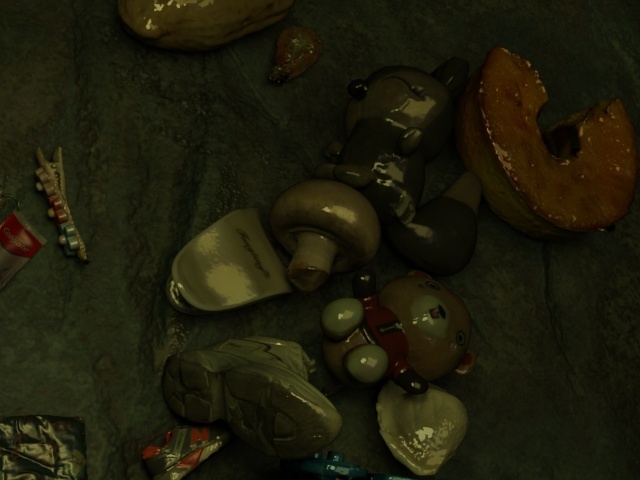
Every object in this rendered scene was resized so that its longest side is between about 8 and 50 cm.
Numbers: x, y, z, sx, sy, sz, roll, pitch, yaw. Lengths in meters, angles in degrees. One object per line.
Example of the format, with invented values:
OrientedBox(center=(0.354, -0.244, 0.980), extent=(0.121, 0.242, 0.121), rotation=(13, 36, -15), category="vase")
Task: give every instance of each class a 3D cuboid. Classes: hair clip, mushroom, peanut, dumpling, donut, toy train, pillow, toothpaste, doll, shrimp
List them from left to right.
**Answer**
OrientedBox(center=(-0.529, 0.071, 1.671), extent=(0.075, 0.048, 0.301), rotation=(38, 52, -6), category="toothpaste")
OrientedBox(center=(-0.424, 0.379, 1.600), extent=(0.188, 0.034, 0.256), rotation=(3, 67, -30), category="pillow")
OrientedBox(center=(-0.425, -0.058, 1.781), extent=(0.056, 0.062, 0.214), rotation=(-11, 73, -22), category="hair clip")
OrientedBox(center=(-0.199, -0.454, 2.024), extent=(0.387, 0.169, 0.192), rotation=(-28, 79, -36), category="peanut")
OrientedBox(center=(-0.150, 0.042, 1.865), extent=(0.282, 0.113, 0.173), rotation=(-25, 83, -37), category="hair clip")
OrientedBox(center=(-0.056, -0.358, 2.149), extent=(0.091, 0.043, 0.184), rotation=(34, 49, -5), category="shrimp")
OrientedBox(center=(0.000, 0.000, 1.919), extent=(0.204, 0.204, 0.204), rotation=(12, 63, -26), category="mushroom")
OrientedBox(center=(0.063, 0.430, 1.708), extent=(0.265, 0.300, 0.188), rotation=(11, 77, -12), category="toy train")
OrientedBox(center=(0.128, 0.172, 1.937), extent=(0.329, 0.174, 0.235), rotation=(-13, 65, -38), category="doll")
OrientedBox(center=(0.168, -0.154, 2.116), extent=(0.382, 0.252, 0.379), rotation=(-60, 135, -31), category="doll")
OrientedBox(center=(0.172, 0.316, 1.932), extent=(0.166, 0.126, 0.216), rotation=(27, 59, 1), category="dumpling")
OrientedBox(center=(0.453, -0.178, 2.295), extent=(0.435, 0.163, 0.378), rotation=(25, 60, -22), category="donut")

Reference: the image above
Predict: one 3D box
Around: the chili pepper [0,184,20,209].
OrientedBox(center=(-0.550, -0.064, 1.721), extent=(0.153, 0.041, 0.050), rotation=(-5, 51, -22), category="chili pepper")

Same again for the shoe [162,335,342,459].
OrientedBox(center=(-0.070, 0.223, 1.726), extent=(0.210, 0.342, 0.132), rotation=(-21, 114, -44), category="shoe")

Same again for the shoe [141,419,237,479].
OrientedBox(center=(-0.198, 0.317, 1.742), extent=(0.194, 0.074, 0.077), rotation=(-34, 83, -34), category="shoe")
